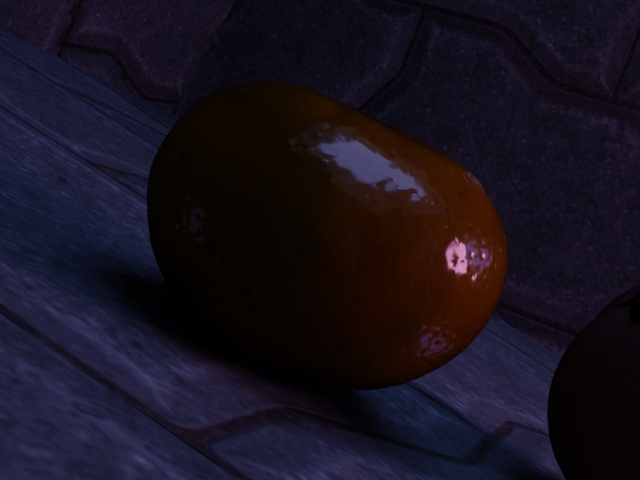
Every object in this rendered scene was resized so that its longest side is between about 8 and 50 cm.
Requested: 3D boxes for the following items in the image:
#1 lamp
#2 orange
[{"bbox_3d":[0.318,0.144,0.820,0.305,0.240,0.305,-11,14,3],"label":"lamp"},{"bbox_3d":[0.000,0.000,0.738,0.240,0.171,0.240,27,8,-4],"label":"orange"}]
